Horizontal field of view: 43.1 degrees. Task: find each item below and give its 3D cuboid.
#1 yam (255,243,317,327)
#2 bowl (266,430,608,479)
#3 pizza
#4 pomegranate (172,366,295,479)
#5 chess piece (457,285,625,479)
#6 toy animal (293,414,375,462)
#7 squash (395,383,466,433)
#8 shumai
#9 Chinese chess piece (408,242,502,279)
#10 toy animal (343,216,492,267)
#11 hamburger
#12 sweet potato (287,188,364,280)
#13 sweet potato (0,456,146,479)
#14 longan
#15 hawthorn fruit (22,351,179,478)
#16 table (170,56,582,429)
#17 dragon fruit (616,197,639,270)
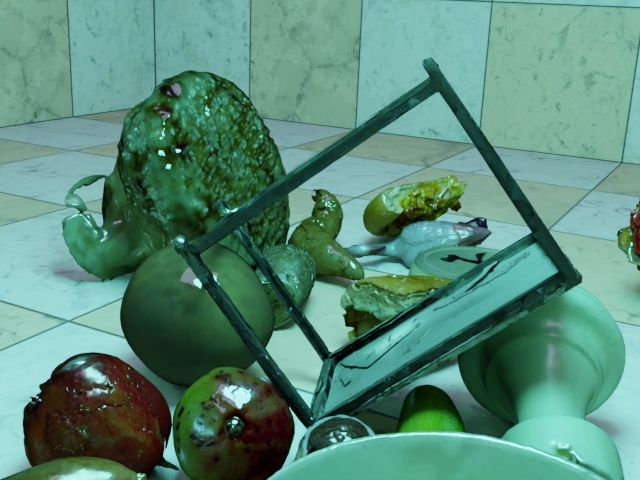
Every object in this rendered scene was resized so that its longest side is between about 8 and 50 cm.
[{"bbox_3d":[-0.065,0.073,1.311,0.107,0.107,0.183,5,21,9],"label":"yam"},{"bbox_3d":[0.085,0.270,0.564,0.307,0.163,0.307,1,17,0],"label":"bowl"},{"bbox_3d":[0.199,-0.064,1.659,0.228,0.081,0.289,-25,-13,1],"label":"pizza"},{"bbox_3d":[-0.085,0.206,0.861,0.129,0.129,0.159,11,-20,25],"label":"pomegranate"},{"bbox_3d":[0.245,0.184,0.872,0.194,0.195,0.299,5,26,7],"label":"chess piece"},{"bbox_3d":[0.021,0.221,0.841,0.098,0.098,0.137,4,11,5],"label":"toy animal"},{"bbox_3d":[0.112,0.230,0.837,0.082,0.082,0.292,5,16,10],"label":"squash"},{"bbox_3d":[-0.268,-0.089,1.463,0.348,0.395,0.395,-12,8,31],"label":"shumai"},{"bbox_3d":[0.254,0.077,1.347,0.237,0.092,0.238,1,17,0],"label":"Chinese chess piece"},{"bbox_3d":[0.193,0.011,1.567,0.324,0.091,0.195,-9,-5,-17],"label":"toy animal"},{"bbox_3d":[0.148,0.097,1.175,0.207,0.135,0.155,-12,27,-28],"label":"hamburger"},{"bbox_3d":[-0.003,0.000,1.545,0.124,0.098,0.310,-27,28,7],"label":"sweet potato"},{"bbox_3d":[-0.323,0.266,0.639,0.385,0.109,0.109,-17,22,-18],"label":"sweet potato"},{"bbox_3d":[-0.163,0.095,1.067,0.196,0.197,0.220,-3,22,-16],"label":"longan"},{"bbox_3d":[-0.222,0.197,0.846,0.172,0.148,0.148,27,12,-13],"label":"hawthorn fruit"},{"bbox_3d":[0.063,-0.004,0.929,0.335,0.272,0.222,-33,7,12],"label":"table"},{"bbox_3d":[0.691,-0.006,1.387,0.342,0.278,0.277,-4,17,-2],"label":"dragon fruit"}]
